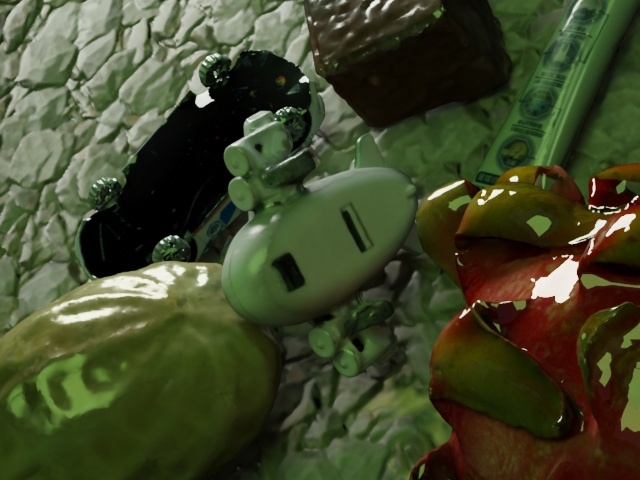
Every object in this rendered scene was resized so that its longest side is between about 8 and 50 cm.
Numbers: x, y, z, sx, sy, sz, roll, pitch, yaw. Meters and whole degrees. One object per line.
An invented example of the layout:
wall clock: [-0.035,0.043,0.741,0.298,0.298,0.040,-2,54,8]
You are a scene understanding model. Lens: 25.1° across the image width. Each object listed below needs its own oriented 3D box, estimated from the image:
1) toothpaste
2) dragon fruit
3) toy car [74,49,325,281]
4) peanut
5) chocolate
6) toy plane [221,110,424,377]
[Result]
toothpaste: [0.160,-0.108,0.921,0.062,0.039,0.239,19,74,36]
dragon fruit: [0.163,0.071,0.716,0.243,0.227,0.307,-18,44,30]
toy car: [-0.084,-0.045,0.986,0.205,0.056,0.095,-49,55,-3]
peanut: [-0.168,0.128,0.876,0.313,0.152,0.152,-36,54,5]
chocolate: [0.035,-0.233,1.016,0.112,0.112,0.321,-25,56,22]
toy plane: [0.002,-0.001,0.871,0.080,0.174,0.174,-22,52,44]
